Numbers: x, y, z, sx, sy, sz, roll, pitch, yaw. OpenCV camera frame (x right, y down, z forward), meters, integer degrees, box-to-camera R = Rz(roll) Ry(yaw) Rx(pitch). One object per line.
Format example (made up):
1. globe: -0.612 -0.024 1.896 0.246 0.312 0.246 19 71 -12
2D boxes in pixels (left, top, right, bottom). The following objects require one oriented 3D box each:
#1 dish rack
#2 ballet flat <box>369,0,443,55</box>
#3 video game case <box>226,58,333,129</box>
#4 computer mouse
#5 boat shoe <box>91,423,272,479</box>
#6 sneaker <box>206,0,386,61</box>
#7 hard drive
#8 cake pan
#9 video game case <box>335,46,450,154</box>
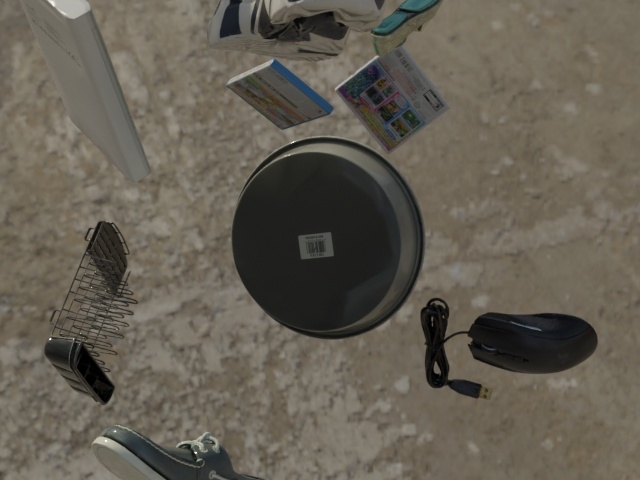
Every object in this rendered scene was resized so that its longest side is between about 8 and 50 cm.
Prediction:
1. dish rack: -0.363 0.112 1.806 0.074 0.208 0.272 13 65 10
2. ballet flat: 0.139 -0.351 1.768 0.168 0.052 0.057 -37 46 -28
3. video game case: -0.064 -0.220 1.670 0.015 0.119 0.166 -60 22 -18
4. computer mouse: 0.273 0.184 1.633 0.262 0.184 0.060 7 38 9
5. boat shoe: -0.161 0.290 1.375 0.116 0.319 0.099 8 63 41
6. sneaker: -0.018 -0.211 0.752 0.094 0.153 0.235 5 -1 -13
7. hard drive: -0.342 -0.245 1.556 0.040 0.308 0.203 -35 54 -18
8. cake pan: 0.000 0.000 1.541 0.293 0.293 0.054 11 10 18
9. video game case: 0.129 -0.254 1.953 0.143 0.157 0.019 -37 18 14
